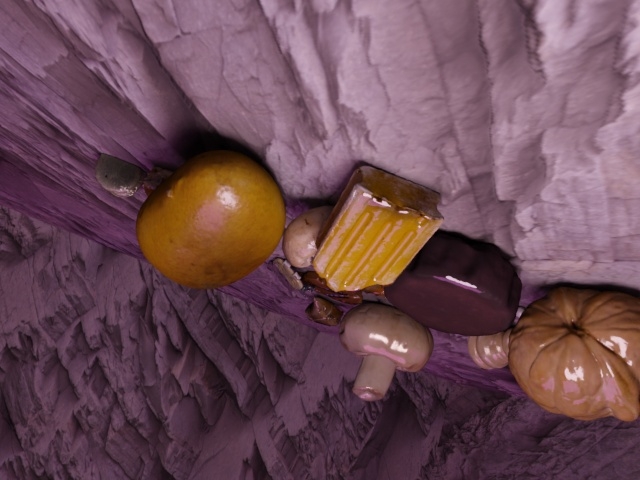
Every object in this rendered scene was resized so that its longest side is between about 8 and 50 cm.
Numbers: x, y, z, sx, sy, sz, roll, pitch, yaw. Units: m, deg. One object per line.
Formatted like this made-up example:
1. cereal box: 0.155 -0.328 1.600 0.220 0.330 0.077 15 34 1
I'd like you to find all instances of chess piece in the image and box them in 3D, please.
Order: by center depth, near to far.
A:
1. chess piece: 0.596 0.325 1.456 0.142 0.143 0.261 25 156 -20

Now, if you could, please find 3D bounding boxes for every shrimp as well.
1. shrimp: 0.112 0.123 1.431 0.287 0.063 0.152 23 165 -4

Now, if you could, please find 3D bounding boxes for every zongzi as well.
1. zongzi: -0.019 0.294 2.079 0.194 0.099 0.197 -1 144 48

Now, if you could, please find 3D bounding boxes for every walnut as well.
1. walnut: 0.540 0.229 0.963 0.296 0.285 0.285 -28 144 16

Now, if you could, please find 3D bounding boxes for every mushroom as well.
1. mushroom: 0.000 0.000 1.001 0.127 0.166 0.166 58 167 10
2. mushroom: 0.245 0.385 1.763 0.353 0.353 0.325 28 130 -29

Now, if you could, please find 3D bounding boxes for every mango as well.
1. mango: -0.224 -0.044 0.978 0.301 0.221 0.445 4 154 -15

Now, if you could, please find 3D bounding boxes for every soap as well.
1. soap: 0.085 0.000 0.847 0.160 0.080 0.257 20 136 -11

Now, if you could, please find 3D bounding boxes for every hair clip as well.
1. hair clip: -0.104 0.130 1.640 0.187 0.056 0.146 40 152 -4

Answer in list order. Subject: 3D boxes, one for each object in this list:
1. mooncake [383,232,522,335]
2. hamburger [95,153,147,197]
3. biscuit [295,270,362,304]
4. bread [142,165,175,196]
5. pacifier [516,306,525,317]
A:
1. mooncake: 0.280 0.089 1.005 0.283 0.141 0.283 18 154 9
2. hamburger: -0.504 -0.155 1.181 0.121 0.084 0.054 19 162 -7
3. biscuit: 0.054 0.186 1.729 0.278 0.043 0.301 4 158 41
4. bread: -0.343 -0.113 1.145 0.119 0.084 0.177 10 165 30
5. pacifier: 0.545 0.203 1.236 0.078 0.081 0.099 46 151 31
